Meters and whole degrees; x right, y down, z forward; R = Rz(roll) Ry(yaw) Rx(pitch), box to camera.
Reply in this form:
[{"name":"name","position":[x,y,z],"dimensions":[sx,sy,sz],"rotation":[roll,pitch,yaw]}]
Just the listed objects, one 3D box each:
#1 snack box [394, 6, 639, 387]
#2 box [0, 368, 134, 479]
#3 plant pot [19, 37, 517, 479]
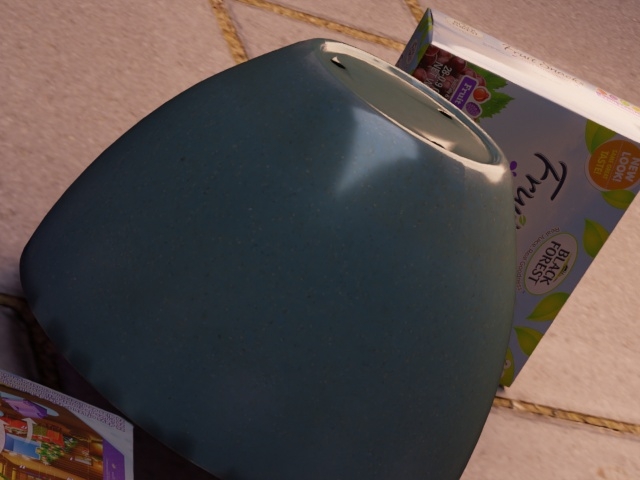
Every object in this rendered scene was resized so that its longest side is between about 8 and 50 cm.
[{"name":"snack box","position":[0.100,-0.026,1.315],"dimensions":[0.174,0.207,0.070],"rotation":[25,28,-12]},{"name":"box","position":[-0.229,0.098,0.915],"dimensions":[0.293,0.057,0.201],"rotation":[23,17,-14]},{"name":"plant pot","position":[0.000,0.000,1.134],"dimensions":[0.290,0.195,0.290],"rotation":[29,18,-10]}]
